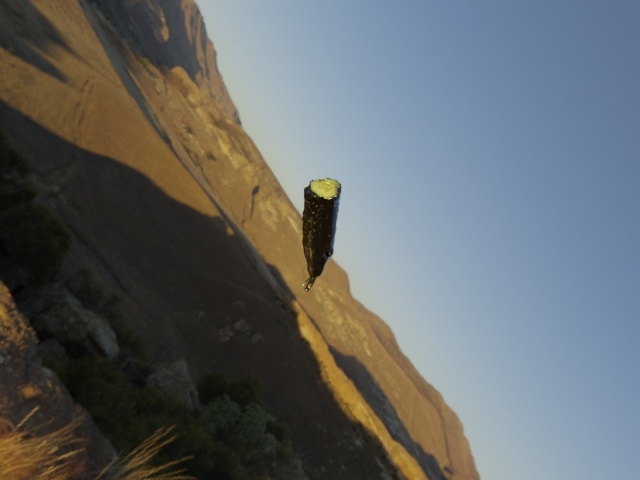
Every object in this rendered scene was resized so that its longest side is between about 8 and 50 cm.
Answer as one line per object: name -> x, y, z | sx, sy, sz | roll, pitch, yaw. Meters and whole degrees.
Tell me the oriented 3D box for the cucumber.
cucumber -> 0.000, 0.000, 0.520 | 0.039, 0.043, 0.163 | 43, -29, 29
